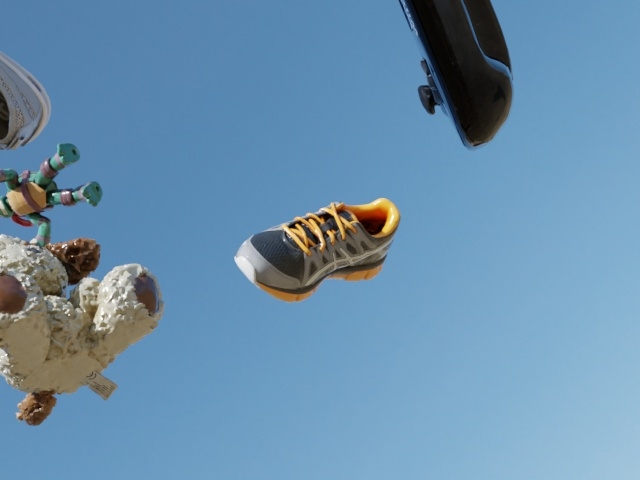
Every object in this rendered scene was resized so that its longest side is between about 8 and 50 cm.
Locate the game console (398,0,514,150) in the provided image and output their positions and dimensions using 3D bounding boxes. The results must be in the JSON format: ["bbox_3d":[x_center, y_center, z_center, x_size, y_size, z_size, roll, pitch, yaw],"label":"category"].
[{"bbox_3d":[-0.016,-0.196,0.311,0.044,0.361,0.213,-21,12,18],"label":"game console"}]

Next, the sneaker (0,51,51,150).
[{"bbox_3d":[-0.377,-0.179,0.883,0.281,0.115,0.105,30,-79,-20],"label":"sneaker"}]

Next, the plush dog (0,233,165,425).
[{"bbox_3d":[-0.362,0.083,1.198,0.262,0.225,0.211,0,-51,-42],"label":"plush dog"}]

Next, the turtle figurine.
[{"bbox_3d":[-0.490,-0.071,1.613,0.234,0.118,0.175,-24,-55,21],"label":"turtle figurine"}]

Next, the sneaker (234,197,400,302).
[{"bbox_3d":[0.000,0.000,0.973,0.215,0.084,0.083,-15,-35,-48],"label":"sneaker"}]
